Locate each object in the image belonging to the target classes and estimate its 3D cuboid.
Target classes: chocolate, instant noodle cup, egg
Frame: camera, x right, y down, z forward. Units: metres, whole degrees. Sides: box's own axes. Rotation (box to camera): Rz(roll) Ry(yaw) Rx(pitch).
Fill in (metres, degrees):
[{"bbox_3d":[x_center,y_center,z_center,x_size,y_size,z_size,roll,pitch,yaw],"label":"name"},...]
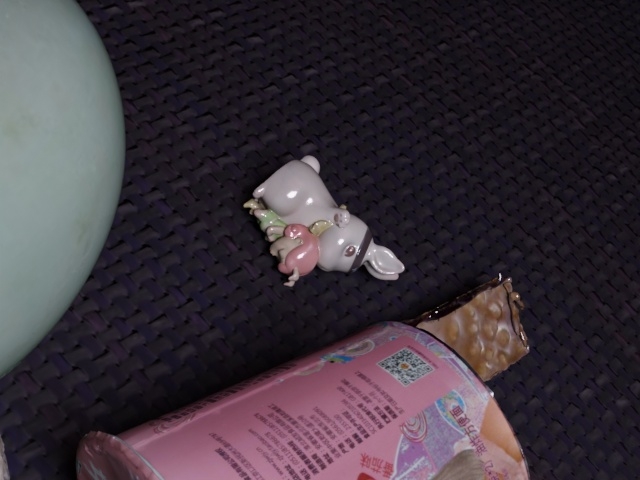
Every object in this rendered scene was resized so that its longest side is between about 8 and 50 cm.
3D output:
[{"bbox_3d":[0.065,0.124,0.896,0.329,0.065,0.102,-23,90,-36],"label":"chocolate"},{"bbox_3d":[-0.007,0.186,0.678,0.231,0.243,0.243,-26,72,-31],"label":"instant noodle cup"},{"bbox_3d":[-0.280,-0.045,0.689,0.276,0.276,0.389,24,49,-11],"label":"egg"}]

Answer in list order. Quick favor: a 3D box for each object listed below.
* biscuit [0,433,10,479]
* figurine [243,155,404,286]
[{"bbox_3d":[-0.253,0.249,0.654,0.141,0.038,0.290,-4,60,-29],"label":"biscuit"},{"bbox_3d":[-0.002,0.002,0.950,0.098,0.081,0.146,-40,84,4],"label":"figurine"}]
